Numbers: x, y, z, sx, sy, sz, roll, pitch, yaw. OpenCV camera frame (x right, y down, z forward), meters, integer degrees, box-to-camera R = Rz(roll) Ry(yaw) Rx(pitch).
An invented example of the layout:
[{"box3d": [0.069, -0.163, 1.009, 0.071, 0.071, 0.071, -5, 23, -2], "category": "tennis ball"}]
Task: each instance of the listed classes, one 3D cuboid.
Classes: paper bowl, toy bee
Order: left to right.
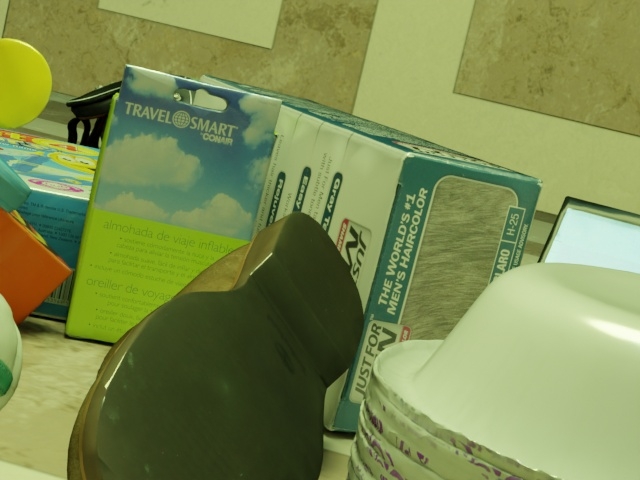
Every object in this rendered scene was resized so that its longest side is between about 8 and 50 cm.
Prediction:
[{"box3d": [-0.242, -0.059, 0.860, 0.195, 0.298, 0.162, -36, 69, -24], "category": "toy bee"}, {"box3d": [0.158, 0.102, 0.689, 0.284, 0.148, 0.284, 13, 9, -2], "category": "paper bowl"}]

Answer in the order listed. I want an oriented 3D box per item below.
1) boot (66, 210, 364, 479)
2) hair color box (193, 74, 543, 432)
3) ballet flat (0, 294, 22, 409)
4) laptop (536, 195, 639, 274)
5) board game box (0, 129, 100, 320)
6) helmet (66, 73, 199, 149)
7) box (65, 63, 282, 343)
[{"box3d": [-0.066, 0.080, 0.747, 0.115, 0.112, 0.305, -27, 8, 19], "category": "boot"}, {"box3d": [0.000, 0.000, 1.037, 0.105, 0.174, 0.347, 11, 9, -26], "category": "hair color box"}, {"box3d": [-0.307, 0.014, 0.684, 0.400, 0.139, 0.139, 15, 8, 22], "category": "ballet flat"}, {"box3d": [0.250, 0.061, 1.149, 0.234, 0.136, 0.264, 16, 8, 21], "category": "laptop"}, {"box3d": [-0.305, -0.037, 1.117, 0.308, 0.086, 0.302, 11, 8, -12], "category": "board game box"}, {"box3d": [-0.144, -0.076, 1.384, 0.161, 0.169, 0.169, -2, 3, 17], "category": "helmet"}, {"box3d": [-0.096, -0.017, 0.980, 0.109, 0.178, 0.042, 12, 8, -12], "category": "box"}]
